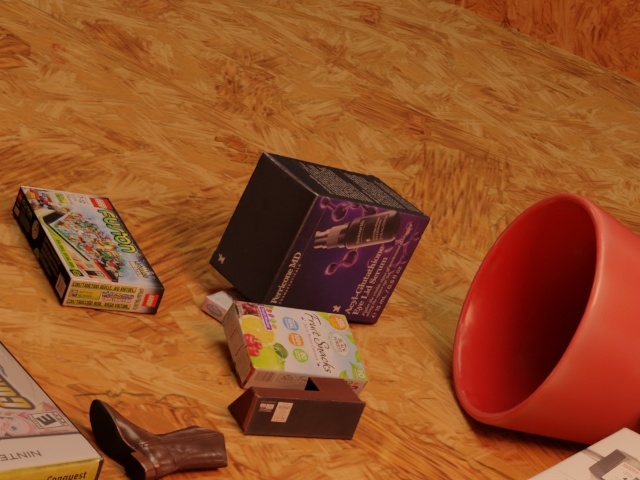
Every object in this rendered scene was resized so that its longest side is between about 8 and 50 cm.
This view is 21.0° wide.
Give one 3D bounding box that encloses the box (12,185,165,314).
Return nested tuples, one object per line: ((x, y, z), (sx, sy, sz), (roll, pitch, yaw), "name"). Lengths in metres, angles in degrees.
((-0.262, 0.009, 1.935), (0.114, 0.036, 0.207), (7, 27, -31), "box")

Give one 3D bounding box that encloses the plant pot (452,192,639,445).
((0.324, 0.115, 1.950), (0.243, 0.275, 0.275), (24, 21, -22), "plant pot")

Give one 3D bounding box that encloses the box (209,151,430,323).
((0.000, 0.000, 1.999), (0.207, 0.153, 0.108), (8, 24, -47), "box")

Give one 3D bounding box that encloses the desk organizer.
((-0.025, 0.169, 1.775), (0.130, 0.047, 0.050), (7, 25, -32), "desk organizer")

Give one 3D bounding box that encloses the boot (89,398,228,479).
((-0.151, 0.184, 1.642), (0.114, 0.037, 0.106), (-9, 50, -45), "boot")

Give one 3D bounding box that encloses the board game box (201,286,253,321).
((-0.073, 0.083, 1.955), (0.090, 0.020, 0.090), (32, 24, 23), "board game box")

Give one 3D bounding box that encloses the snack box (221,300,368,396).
((-0.028, 0.119, 1.869), (0.141, 0.037, 0.100), (9, 41, -28), "snack box")

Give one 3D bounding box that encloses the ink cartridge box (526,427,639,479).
((0.245, 0.282, 1.614), (0.092, 0.158, 0.218), (34, 25, 28), "ink cartridge box")

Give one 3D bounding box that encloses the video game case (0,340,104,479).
((-0.367, 0.142, 1.553), (0.248, 0.035, 0.275), (-2, 32, -43), "video game case")
